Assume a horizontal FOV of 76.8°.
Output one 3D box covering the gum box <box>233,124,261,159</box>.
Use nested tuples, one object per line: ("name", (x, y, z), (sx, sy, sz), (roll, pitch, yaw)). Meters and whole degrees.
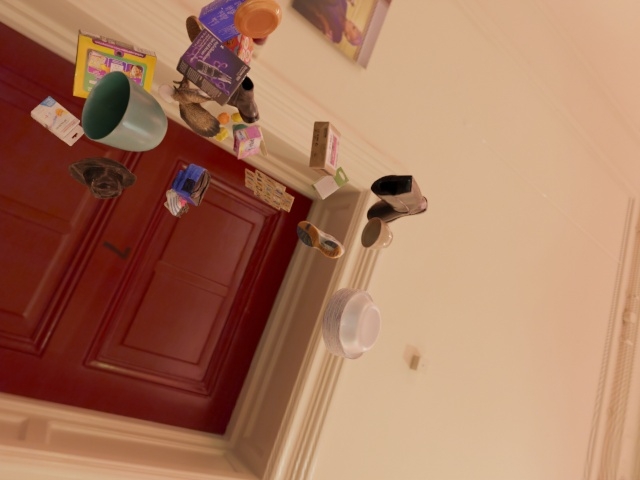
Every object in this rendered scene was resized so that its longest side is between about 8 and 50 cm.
("gum box", (-0.351, -0.461, 1.918), (0.062, 0.107, 0.188), (64, -20, 8))

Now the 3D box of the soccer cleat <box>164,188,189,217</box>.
("soccer cleat", (-0.779, -0.249, 2.225), (0.331, 0.143, 0.116), (-42, -170, 45))

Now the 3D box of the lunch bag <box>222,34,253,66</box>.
("lunch bag", (-0.456, -1.002, 2.220), (0.258, 0.120, 0.293), (52, 53, -81))

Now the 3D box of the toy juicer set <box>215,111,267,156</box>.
("toy juicer set", (-0.431, -0.620, 2.269), (0.209, 0.328, 0.089), (106, 5, -46))

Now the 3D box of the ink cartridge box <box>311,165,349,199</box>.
("ink cartridge box", (0.059, -0.352, 2.468), (0.209, 0.109, 0.062), (-36, -163, -11))

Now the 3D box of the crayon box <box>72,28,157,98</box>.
("crayon box", (-1.097, -0.892, 2.154), (0.106, 0.362, 0.313), (57, -49, 41))

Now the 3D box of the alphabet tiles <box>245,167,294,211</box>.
("alphabet tiles", (-0.275, -0.261, 2.138), (0.011, 0.285, 0.342), (-59, -178, -17))

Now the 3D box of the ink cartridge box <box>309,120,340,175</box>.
("ink cartridge box", (0.025, -0.460, 2.044), (0.088, 0.193, 0.235), (6, -90, 21))

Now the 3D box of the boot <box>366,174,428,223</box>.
("boot", (0.361, -0.209, 2.153), (0.366, 0.445, 0.146), (-16, -102, 22))

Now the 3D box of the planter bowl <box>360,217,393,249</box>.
("planter bowl", (0.295, -0.021, 2.027), (0.162, 0.109, 0.162), (-45, -146, 41))

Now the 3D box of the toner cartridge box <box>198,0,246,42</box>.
("toner cartridge box", (-0.402, -1.069, 1.904), (0.347, 0.165, 0.075), (0, -108, 37))

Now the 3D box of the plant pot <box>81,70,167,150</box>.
("plant pot", (-0.793, -0.507, 1.685), (0.293, 0.235, 0.293), (-7, -105, 26))

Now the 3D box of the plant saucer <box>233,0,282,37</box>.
("plant saucer", (-0.248, -0.887, 1.627), (0.200, 0.200, 0.037), (-28, -106, 46))

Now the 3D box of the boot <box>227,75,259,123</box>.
("boot", (-0.398, -0.738, 1.925), (0.118, 0.223, 0.338), (-36, -116, -21))

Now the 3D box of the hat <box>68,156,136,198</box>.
("hat", (-1.151, -0.298, 2.132), (0.331, 0.331, 0.134), (-28, -119, 45))

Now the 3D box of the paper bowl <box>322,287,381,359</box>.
("paper bowl", (0.144, 0.343, 1.660), (0.148, 0.284, 0.284), (5, -111, 38))

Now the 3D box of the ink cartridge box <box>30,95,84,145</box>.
("ink cartridge box", (-1.119, -0.510, 1.735), (0.061, 0.181, 0.104), (-4, -131, 52))

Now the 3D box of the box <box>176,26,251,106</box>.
("box", (-0.383, -0.618, 1.453), (0.108, 0.207, 0.153), (-4, -125, 62))

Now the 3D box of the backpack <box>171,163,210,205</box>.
("backpack", (-0.433, -0.197, 1.358), (0.098, 0.101, 0.120), (109, 6, -78))

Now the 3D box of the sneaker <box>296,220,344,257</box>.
("sneaker", (0.000, 0.000, 2.222), (0.112, 0.296, 0.131), (-56, 164, 14))

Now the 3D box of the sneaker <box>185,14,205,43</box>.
("sneaker", (-0.451, -0.777, 1.560), (0.064, 0.192, 0.086), (2, -131, 18))

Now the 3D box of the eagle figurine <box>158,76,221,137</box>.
("eagle figurine", (-0.590, -0.650, 1.882), (0.225, 0.226, 0.298), (-41, -120, 22))
